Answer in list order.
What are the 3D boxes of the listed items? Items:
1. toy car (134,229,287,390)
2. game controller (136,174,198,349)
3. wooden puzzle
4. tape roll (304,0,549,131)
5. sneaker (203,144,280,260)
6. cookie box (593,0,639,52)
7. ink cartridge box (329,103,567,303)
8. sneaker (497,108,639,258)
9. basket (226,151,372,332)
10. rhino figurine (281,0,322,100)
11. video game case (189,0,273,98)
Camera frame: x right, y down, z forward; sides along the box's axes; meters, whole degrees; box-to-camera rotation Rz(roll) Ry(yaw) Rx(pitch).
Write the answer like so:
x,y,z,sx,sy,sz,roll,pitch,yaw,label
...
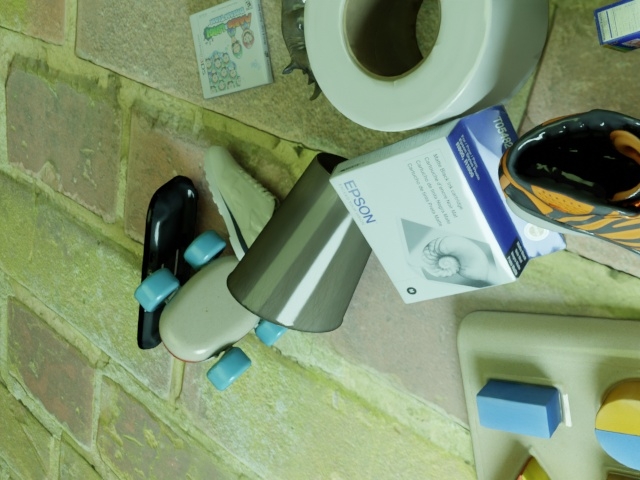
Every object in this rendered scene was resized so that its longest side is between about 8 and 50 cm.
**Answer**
x,y,z,sx,sy,sz,roll,pitch,yaw,label
-0.195,0.140,1.169,0.219,0.210,0.238,46,156,4,toy car
-0.286,0.043,1.199,0.067,0.166,0.319,16,113,14,game controller
0.327,0.272,0.814,0.322,0.080,0.348,0,101,39,wooden puzzle
0.124,-0.259,0.775,0.246,0.169,0.246,11,108,36,tape roll
-0.119,-0.066,1.094,0.094,0.090,0.235,-30,78,17,sneaker
0.345,-0.227,0.655,0.107,0.091,0.040,-9,93,41,cookie box
0.158,-0.032,0.805,0.223,0.045,0.223,-18,118,31,ink cartridge box
0.328,-0.036,0.619,0.321,0.180,0.125,11,87,17,sneaker
0.000,0.000,0.955,0.227,0.204,0.154,-60,37,22,basket
-0.014,-0.325,0.934,0.106,0.073,0.243,9,109,33,rhino figurine
-0.150,-0.320,1.080,0.157,0.019,0.143,-2,101,39,video game case
